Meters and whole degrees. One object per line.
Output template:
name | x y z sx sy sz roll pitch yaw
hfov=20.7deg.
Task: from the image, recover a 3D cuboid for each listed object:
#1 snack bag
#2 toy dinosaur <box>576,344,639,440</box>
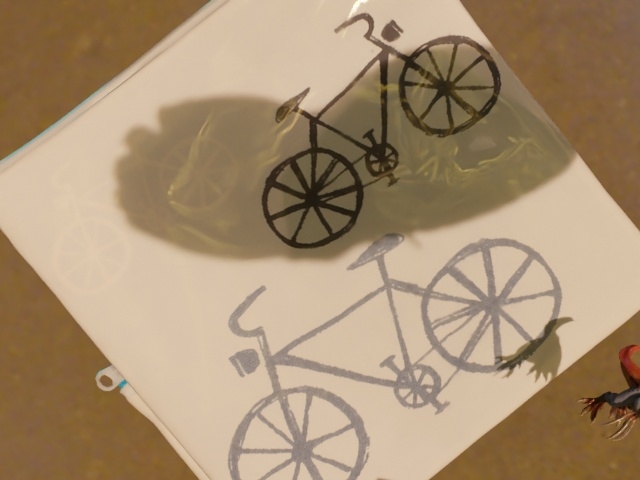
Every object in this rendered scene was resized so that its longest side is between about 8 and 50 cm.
snack bag | 0.000 0.000 1.086 0.323 0.342 0.037 -39 15 1
toy dinosaur | 0.180 0.089 0.961 0.082 0.047 0.090 -17 56 54
